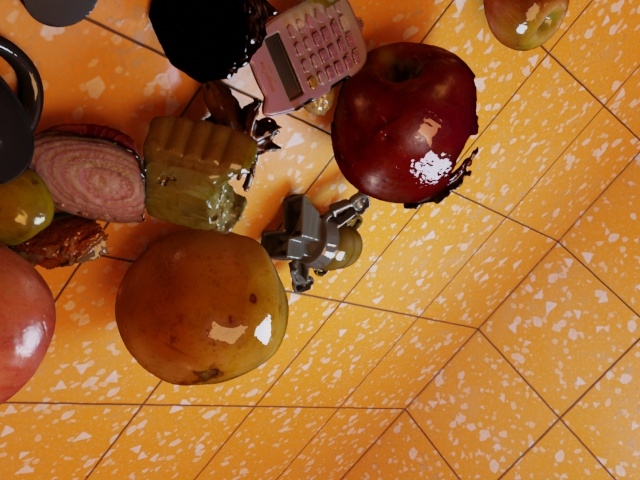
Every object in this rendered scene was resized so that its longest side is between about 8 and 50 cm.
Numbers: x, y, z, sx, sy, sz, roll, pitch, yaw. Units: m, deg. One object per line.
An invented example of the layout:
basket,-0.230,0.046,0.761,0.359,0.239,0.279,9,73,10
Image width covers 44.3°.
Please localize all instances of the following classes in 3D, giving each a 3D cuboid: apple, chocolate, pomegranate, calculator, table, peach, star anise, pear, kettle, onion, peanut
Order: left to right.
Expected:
apple,-0.706,0.152,1.470,0.363,0.364,0.364,-25,144,-20
kettle,-0.583,-0.222,1.317,0.269,0.207,0.290,-66,154,-11
pear,-0.591,-0.071,1.497,0.148,0.149,0.162,-35,114,-7
table,-0.442,-0.429,1.325,0.133,0.043,0.134,-25,144,-20
onion,-0.461,-0.156,1.569,0.247,0.111,0.250,10,144,-5
pomegranate,-0.275,0.150,1.877,0.416,0.417,0.417,-25,144,-20
chocolate,-0.178,-0.419,1.485,0.177,0.224,0.206,-37,154,-49
star anise,-0.195,-0.217,1.728,0.237,0.148,0.346,-15,147,3
calculator,-0.029,-0.389,1.624,0.294,0.043,0.194,-33,115,-19
peanut,-0.030,-0.370,1.732,0.103,0.098,0.229,-64,150,-20
peach,0.199,-0.270,1.881,0.352,0.339,0.417,-2,146,11
apple,0.503,-0.581,1.945,0.210,0.173,0.235,-41,155,-6

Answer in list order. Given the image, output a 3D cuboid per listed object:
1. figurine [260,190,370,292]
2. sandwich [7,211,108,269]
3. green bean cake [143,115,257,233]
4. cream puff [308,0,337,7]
figurine,0.000,0.002,2.136,0.284,0.167,0.342,14,141,-41
sandwich,-0.548,0.013,1.636,0.184,0.160,0.109,-17,123,-37
green bean cake,-0.254,-0.129,1.626,0.232,0.124,0.236,13,143,-4
cream puff,0.054,-0.590,1.519,0.281,0.185,0.282,-38,-173,6
